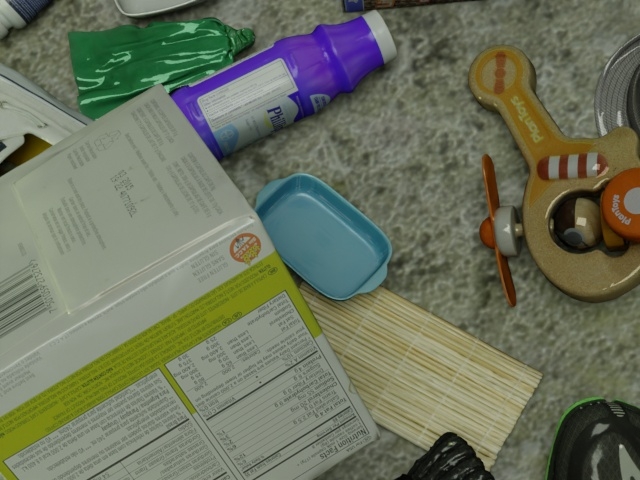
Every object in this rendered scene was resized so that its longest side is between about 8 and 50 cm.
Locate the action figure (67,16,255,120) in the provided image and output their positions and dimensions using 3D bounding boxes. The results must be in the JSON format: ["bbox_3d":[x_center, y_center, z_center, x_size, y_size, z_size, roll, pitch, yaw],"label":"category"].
[{"bbox_3d":[-0.194,-0.226,1.736,0.232,0.063,0.137,-14,76,5],"label":"action figure"}]

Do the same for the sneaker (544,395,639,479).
[{"bbox_3d":[0.346,0.408,1.502,0.185,0.202,0.483,-4,79,2],"label":"sneaker"}]

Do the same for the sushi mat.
[{"bbox_3d":[0.094,0.149,1.665,0.316,0.019,0.151,28,83,9],"label":"sushi mat"}]

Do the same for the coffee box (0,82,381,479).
[{"bbox_3d":[-0.193,0.102,1.471,0.338,0.334,0.338,-32,36,-3],"label":"coffee box"}]

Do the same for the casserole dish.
[{"bbox_3d":[0.000,0.000,1.679,0.188,0.037,0.114,40,69,15],"label":"casserole dish"}]

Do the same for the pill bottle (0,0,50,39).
[{"bbox_3d":[-0.386,-0.314,1.764,0.067,0.067,0.120,43,84,11],"label":"pill bottle"}]

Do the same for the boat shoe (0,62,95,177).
[{"bbox_3d":[-0.386,-0.109,1.665,0.367,0.156,0.136,28,118,5],"label":"boat shoe"}]

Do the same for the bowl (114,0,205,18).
[{"bbox_3d":[-0.202,-0.353,1.768,0.142,0.053,0.142,-15,77,1],"label":"bowl"}]

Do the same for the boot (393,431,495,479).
[{"bbox_3d":[0.053,0.296,1.572,0.260,0.131,0.348,-44,90,4],"label":"boot"}]

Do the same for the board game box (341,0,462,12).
[{"bbox_3d":[0.158,-0.428,1.713,0.291,0.141,0.232,-5,78,2],"label":"board game box"}]

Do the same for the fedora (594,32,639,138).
[{"bbox_3d":[0.474,-0.173,1.649,0.275,0.124,0.244,-5,78,3],"label":"fedora"}]

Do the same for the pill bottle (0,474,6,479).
[{"bbox_3d":[-0.466,0.250,1.630,0.221,0.121,0.121,-10,78,2],"label":"pill bottle"}]

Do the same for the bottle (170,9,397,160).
[{"bbox_3d":[-0.044,-0.192,1.692,0.282,0.118,0.092,-26,78,-2],"label":"bottle"}]

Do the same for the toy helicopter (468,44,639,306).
[{"bbox_3d":[0.268,-0.080,1.656,0.235,0.140,0.355,-34,64,13],"label":"toy helicopter"}]
